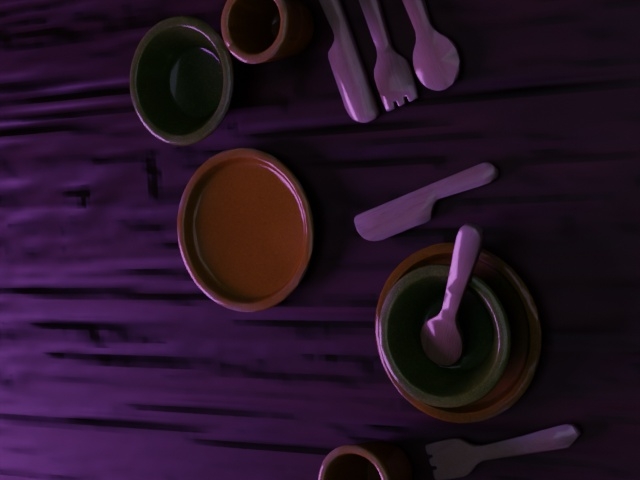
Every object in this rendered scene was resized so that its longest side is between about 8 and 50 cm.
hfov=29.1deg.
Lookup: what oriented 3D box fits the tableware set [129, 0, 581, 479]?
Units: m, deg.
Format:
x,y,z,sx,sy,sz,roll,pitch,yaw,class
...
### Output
x,y,z,sx,sy,sz,roll,pitch,yaw,class
0.000,0.000,0.338,0.104,0.024,0.154,-21,84,30,tableware set
